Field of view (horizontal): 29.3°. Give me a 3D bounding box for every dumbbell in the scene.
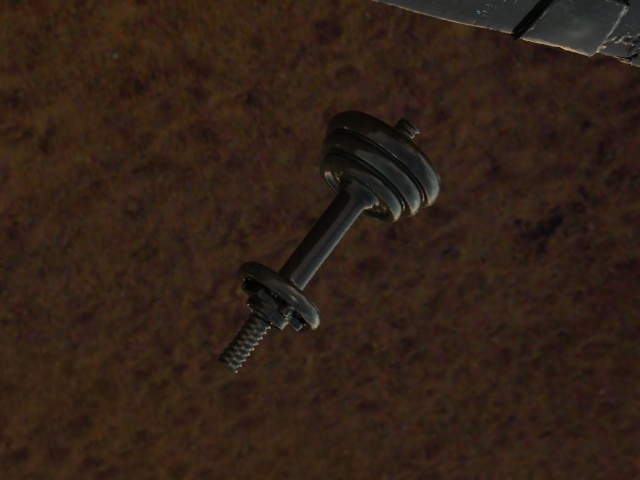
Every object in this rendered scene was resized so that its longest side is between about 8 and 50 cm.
[{"bbox_3d":[0.000,0.000,0.983,0.254,0.110,0.110,-52,146,-15],"label":"dumbbell"}]

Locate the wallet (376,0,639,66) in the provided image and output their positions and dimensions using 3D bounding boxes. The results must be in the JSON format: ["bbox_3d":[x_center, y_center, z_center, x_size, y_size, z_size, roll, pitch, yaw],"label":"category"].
[{"bbox_3d":[0.193,-0.193,0.811,0.317,0.044,0.169,11,138,-21],"label":"wallet"}]
